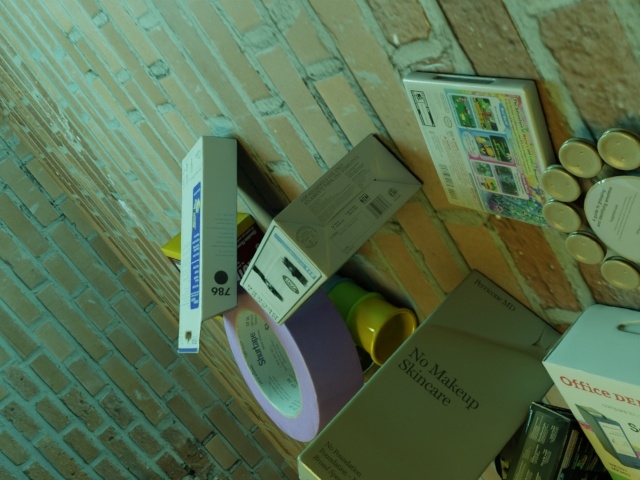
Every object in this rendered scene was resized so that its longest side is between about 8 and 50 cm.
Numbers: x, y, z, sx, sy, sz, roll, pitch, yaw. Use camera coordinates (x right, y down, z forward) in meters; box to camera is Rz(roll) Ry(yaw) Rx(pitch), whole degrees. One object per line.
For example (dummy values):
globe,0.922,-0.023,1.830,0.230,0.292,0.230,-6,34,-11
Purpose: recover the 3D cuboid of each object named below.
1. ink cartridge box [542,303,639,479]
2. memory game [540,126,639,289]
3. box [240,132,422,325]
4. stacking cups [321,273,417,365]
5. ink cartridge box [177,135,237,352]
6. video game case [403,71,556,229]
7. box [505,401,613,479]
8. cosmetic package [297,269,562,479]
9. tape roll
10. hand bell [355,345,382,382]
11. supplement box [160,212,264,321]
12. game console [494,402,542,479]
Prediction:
ink cartridge box,0.337,0.175,0.700,0.212,0.093,0.154,57,157,-21
memory game,0.264,-0.016,0.588,0.186,0.012,0.186,32,153,19
box,0.000,0.000,0.923,0.087,0.169,0.290,45,160,3
stacking cups,0.012,0.094,1.176,0.316,0.096,0.096,27,151,45
ink cartridge box,-0.181,0.014,1.158,0.165,0.065,0.332,162,110,-67
video game case,0.156,-0.085,0.683,0.143,0.019,0.157,20,146,49
box,0.264,0.301,0.809,0.175,0.220,0.051,20,178,-42
cosmetic package,0.134,0.201,0.831,0.160,0.309,0.113,38,158,19
tape roll,-0.049,0.177,1.158,0.275,0.090,0.274,40,143,39
hand bell,0.095,0.240,1.296,0.126,0.126,0.242,28,164,40
supplement box,-0.173,0.057,1.401,0.191,0.129,0.194,10,138,57
game console,0.281,0.281,1.024,0.107,0.071,0.122,-7,89,34
